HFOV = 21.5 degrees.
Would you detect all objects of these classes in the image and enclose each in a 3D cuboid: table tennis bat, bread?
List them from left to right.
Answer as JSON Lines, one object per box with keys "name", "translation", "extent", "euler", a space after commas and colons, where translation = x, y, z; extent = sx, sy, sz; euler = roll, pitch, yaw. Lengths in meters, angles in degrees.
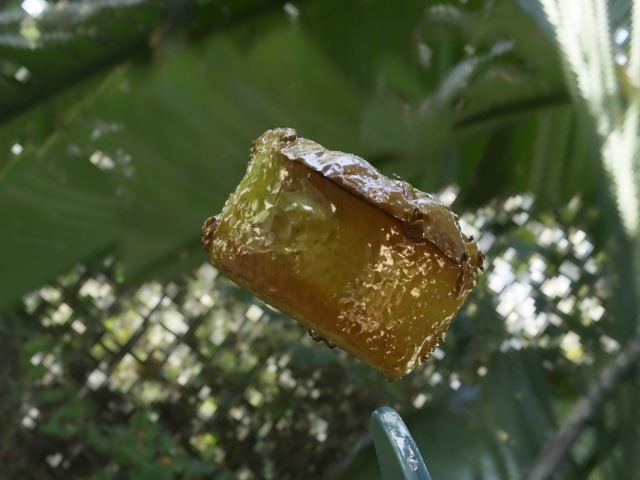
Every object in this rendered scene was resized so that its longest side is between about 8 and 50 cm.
{"name": "bread", "translation": [-0.002, -0.004, 1.416], "extent": [0.260, 0.160, 0.147], "euler": [34, 2, 39]}
{"name": "table tennis bat", "translation": [0.069, 0.214, 1.073], "extent": [0.153, 0.040, 0.244], "euler": [-117, -169, -55]}
